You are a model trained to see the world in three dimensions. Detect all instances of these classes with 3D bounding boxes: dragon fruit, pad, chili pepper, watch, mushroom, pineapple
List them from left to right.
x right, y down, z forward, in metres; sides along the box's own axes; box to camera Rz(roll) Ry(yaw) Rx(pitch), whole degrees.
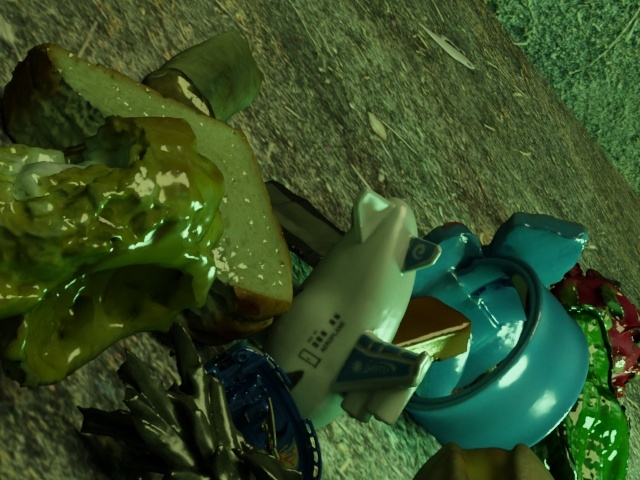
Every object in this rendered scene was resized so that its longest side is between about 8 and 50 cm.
[{"bbox_3d":[-0.139,-0.178,1.476,0.312,0.081,0.100,-60,129,-69],"label":"mushroom"},{"bbox_3d":[-0.057,0.241,1.032,0.365,0.165,0.165,60,23,8],"label":"pineapple"},{"bbox_3d":[0.000,-0.001,1.500,0.233,0.022,0.174,37,20,14],"label":"pad"},{"bbox_3d":[0.232,0.119,1.579,0.241,0.305,0.275,44,20,-30],"label":"watch"},{"bbox_3d":[0.338,0.276,1.799,0.213,0.167,0.385,14,60,-40],"label":"chili pepper"},{"bbox_3d":[0.455,0.147,2.179,0.218,0.198,0.273,13,20,-23],"label":"dragon fruit"}]

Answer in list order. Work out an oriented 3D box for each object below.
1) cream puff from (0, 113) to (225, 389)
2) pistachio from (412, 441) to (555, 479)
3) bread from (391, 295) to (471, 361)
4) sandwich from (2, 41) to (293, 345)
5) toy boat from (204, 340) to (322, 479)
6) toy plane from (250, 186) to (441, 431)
[{"bbox_3d":[-0.192,0.012,0.913,0.282,0.281,0.185,-9,92,-66],"label":"cream puff"},{"bbox_3d":[0.186,0.406,1.163,0.365,0.281,0.446,74,7,-61],"label":"pistachio"},{"bbox_3d":[0.063,0.118,1.435,0.226,0.049,0.088,-12,31,-31],"label":"bread"},{"bbox_3d":[-0.158,-0.037,1.203,0.288,0.099,0.254,23,44,-46],"label":"sandwich"},{"bbox_3d":[-0.049,0.188,1.188,0.175,0.091,0.110,58,3,-15],"label":"toy boat"},{"bbox_3d":[0.017,0.075,1.276,0.122,0.266,0.267,24,40,-48],"label":"toy plane"}]
